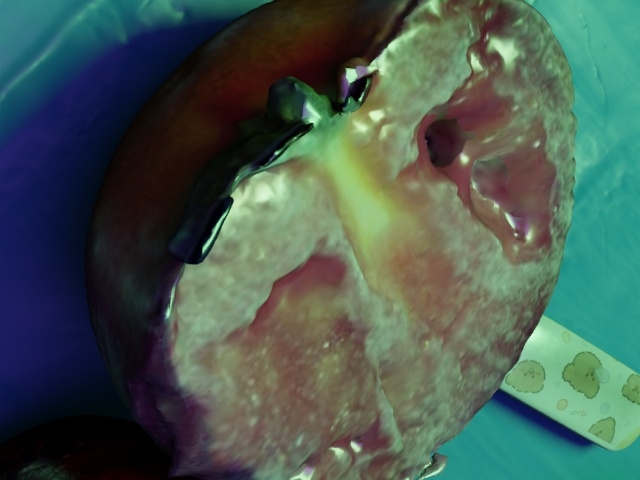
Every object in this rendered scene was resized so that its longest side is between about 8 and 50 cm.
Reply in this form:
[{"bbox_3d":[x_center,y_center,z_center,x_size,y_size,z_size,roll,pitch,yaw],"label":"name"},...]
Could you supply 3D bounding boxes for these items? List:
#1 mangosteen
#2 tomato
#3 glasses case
[{"bbox_3d":[-0.127,0.191,0.743,0.199,0.200,0.200,-5,102,-25],"label":"mangosteen"},{"bbox_3d":[-0.005,0.002,0.753,0.335,0.176,0.290,-49,134,-23],"label":"tomato"},{"bbox_3d":[0.177,0.100,0.931,0.164,0.041,0.063,31,85,-27],"label":"glasses case"}]
